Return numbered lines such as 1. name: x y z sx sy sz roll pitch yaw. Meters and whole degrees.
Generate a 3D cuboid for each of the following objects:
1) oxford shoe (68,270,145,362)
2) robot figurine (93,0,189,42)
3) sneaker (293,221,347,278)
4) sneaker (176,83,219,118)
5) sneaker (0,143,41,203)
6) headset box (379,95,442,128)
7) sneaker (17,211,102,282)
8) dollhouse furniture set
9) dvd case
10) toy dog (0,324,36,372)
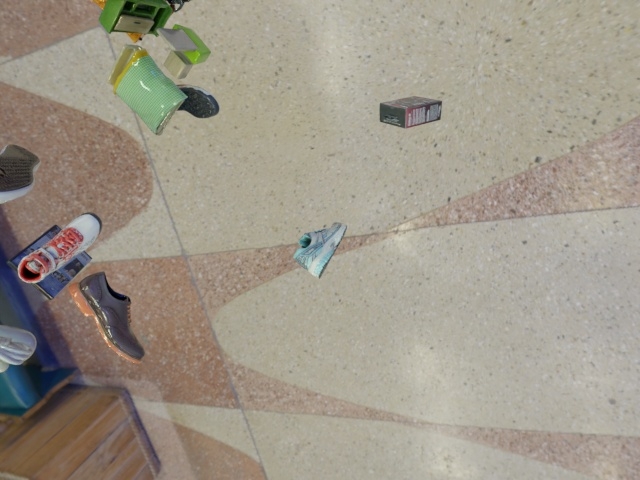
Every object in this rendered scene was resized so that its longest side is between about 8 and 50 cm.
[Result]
1. oxford shoe: -0.529 0.205 1.082 0.097 0.098 0.271 23 143 62
2. robot figurine: -0.439 -0.663 1.050 0.291 0.085 0.211 -31 120 25
3. sneaker: 0.000 0.000 1.363 0.122 0.283 0.110 30 123 2
4. sneaker: -0.353 -0.409 1.164 0.234 0.097 0.084 23 137 31
5. sneaker: -0.663 -0.108 0.850 0.106 0.290 0.123 36 95 -27
6. headset box: 0.137 -0.201 0.646 0.062 0.083 0.032 35 138 48
7. sneaker: -0.795 0.028 1.264 0.270 0.145 0.090 -36 107 9
8. dollhouse furniture set: -0.447 -0.419 1.027 0.197 0.151 0.301 49 122 -1
9. dvd case: -0.944 0.070 1.462 0.022 0.253 0.180 -29 114 19
10. toy dog: -0.735 0.204 0.762 0.333 0.161 0.220 34 166 -29
